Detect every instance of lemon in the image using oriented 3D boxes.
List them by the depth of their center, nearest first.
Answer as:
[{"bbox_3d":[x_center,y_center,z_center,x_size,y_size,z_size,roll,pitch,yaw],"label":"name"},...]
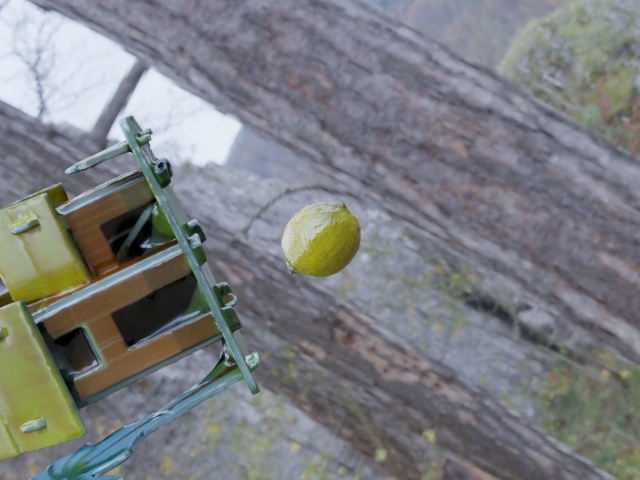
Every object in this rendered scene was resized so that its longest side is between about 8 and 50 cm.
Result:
[{"bbox_3d":[0.000,0.000,1.650,0.133,0.109,0.109,-49,8,14],"label":"lemon"}]

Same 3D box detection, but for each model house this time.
[{"bbox_3d":[-0.256,0.080,1.096,0.323,0.300,0.340,-26,10,-2],"label":"model house"}]
